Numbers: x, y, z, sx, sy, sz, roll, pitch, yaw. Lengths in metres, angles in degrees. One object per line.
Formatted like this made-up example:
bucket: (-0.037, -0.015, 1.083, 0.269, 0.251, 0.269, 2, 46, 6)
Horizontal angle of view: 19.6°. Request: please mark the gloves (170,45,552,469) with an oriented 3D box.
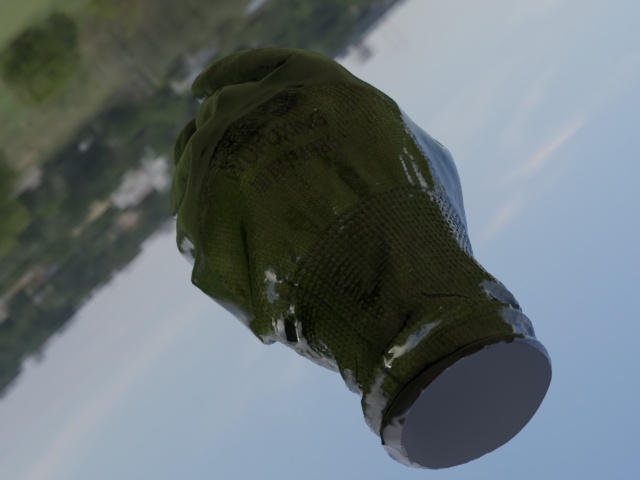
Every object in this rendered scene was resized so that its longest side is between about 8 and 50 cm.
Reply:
gloves: (0.002, -0.010, 0.764, 0.135, 0.107, 0.268, -16, -149, -22)
